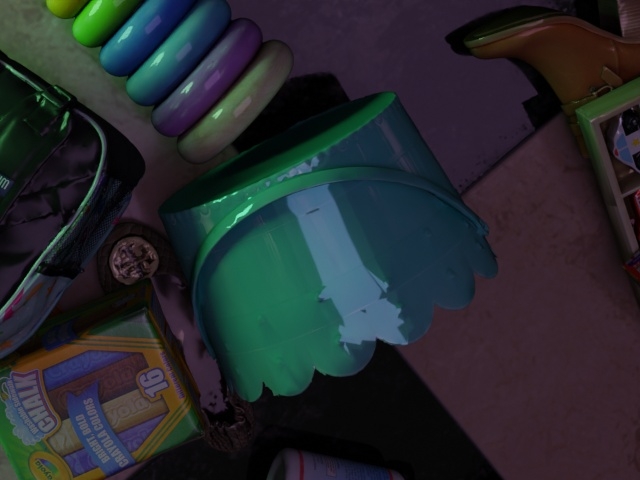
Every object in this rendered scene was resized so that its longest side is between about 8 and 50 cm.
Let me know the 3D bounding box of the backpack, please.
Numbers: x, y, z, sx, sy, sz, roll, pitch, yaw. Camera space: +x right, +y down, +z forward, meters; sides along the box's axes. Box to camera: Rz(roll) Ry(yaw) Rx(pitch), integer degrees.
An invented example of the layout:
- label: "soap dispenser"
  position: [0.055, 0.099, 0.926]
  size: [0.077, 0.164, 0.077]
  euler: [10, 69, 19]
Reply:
- label: "backpack"
  position: [-0.300, -0.025, 1.518]
  size: [0.225, 0.191, 0.253]
  euler: [32, 85, 15]

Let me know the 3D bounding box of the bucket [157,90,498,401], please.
- label: "bucket"
  position: [0.000, 0.000, 1.574]
  size: [0.281, 0.281, 0.183]
  euler: [-29, 101, -7]

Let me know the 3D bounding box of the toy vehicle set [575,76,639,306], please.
- label: "toy vehicle set"
  position: [0.365, -0.047, 1.727]
  size: [0.166, 0.035, 0.267]
  euler: [-27, 118, -7]

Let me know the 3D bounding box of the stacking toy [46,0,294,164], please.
- label: "stacking toy"
  position: [-0.184, -0.223, 1.563]
  size: [0.330, 0.141, 0.141]
  euler: [42, 88, -12]

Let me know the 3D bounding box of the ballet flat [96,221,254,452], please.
- label: "ballet flat"
  position: [-0.132, 0.095, 1.660]
  size: [0.084, 0.058, 0.250]
  euler: [-28, 104, -7]

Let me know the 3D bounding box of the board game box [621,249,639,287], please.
- label: "board game box"
  position: [0.408, 0.044, 1.733]
  size: [0.147, 0.045, 0.193]
  euler: [-43, 119, 2]

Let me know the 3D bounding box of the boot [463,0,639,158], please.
- label: "boot"
  position: [0.242, -0.153, 1.699]
  size: [0.197, 0.073, 0.152]
  euler: [-11, 107, -6]

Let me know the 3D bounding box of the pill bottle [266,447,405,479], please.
- label: "pill bottle"
  position: [0.030, 0.258, 1.709]
  size: [0.160, 0.087, 0.087]
  euler: [13, 96, -14]

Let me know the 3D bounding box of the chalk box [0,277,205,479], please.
- label: "chalk box"
  position: [-0.226, 0.141, 1.570]
  size: [0.213, 0.132, 0.132]
  euler: [-22, 103, -1]

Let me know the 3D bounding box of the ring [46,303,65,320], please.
- label: "ring"
  position: [-0.368, 0.174, 1.636]
  size: [0.337, 0.032, 0.336]
  euler: [-2, 99, -12]
